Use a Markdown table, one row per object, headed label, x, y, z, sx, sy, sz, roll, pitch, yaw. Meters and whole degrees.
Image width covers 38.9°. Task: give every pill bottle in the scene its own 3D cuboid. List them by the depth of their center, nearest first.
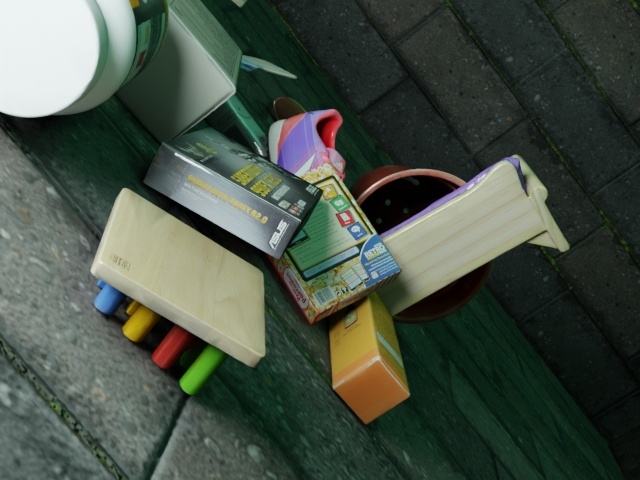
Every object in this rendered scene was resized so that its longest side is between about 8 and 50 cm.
| label | x | y | z | sx | sy | sz | roll | pitch | yaw |
| --- | --- | --- | --- | --- | --- | --- | --- | --- | --- |
| pill bottle | -0.247 | -0.212 | 0.885 | 0.162 | 0.162 | 0.278 | 50 | 12 | -15 |

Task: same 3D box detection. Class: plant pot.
| label | x | y | z | sx | sy | sz | roll | pitch | yaw |
| --- | --- | --- | --- | --- | --- | --- | --- | --- | --- |
| plant pot | 0.151 | -0.020 | 1.656 | 0.272 | 0.272 | 0.265 | 50 | 5 | -15 |

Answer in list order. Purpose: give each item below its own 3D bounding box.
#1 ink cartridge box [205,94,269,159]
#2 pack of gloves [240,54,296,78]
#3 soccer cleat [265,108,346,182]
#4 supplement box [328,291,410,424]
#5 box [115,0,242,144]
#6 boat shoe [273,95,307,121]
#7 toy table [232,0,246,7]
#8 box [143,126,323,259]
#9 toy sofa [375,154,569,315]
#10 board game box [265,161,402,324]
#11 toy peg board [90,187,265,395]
| label | x | y | z | sx | sy | sz | roll | pitch | yaw |
| --- | --- | --- | --- | --- | --- | --- | --- | --- | --- |
| ink cartridge box | -0.132 | -0.205 | 1.545 | 0.189 | 0.066 | 0.232 | 54 | 17 | 3 |
| pack of gloves | -0.180 | -0.302 | 1.490 | 0.195 | 0.046 | 0.232 | 32 | 18 | 26 |
| soccer cleat | -0.013 | -0.076 | 1.375 | 0.108 | 0.116 | 0.318 | 50 | 26 | -45 |
| supplement box | 0.062 | 0.147 | 1.242 | 0.080 | 0.078 | 0.233 | 49 | 14 | -20 |
| box | -0.201 | -0.249 | 1.235 | 0.148 | 0.127 | 0.232 | 50 | 13 | -19 |
| boat shoe | -0.049 | -0.236 | 1.905 | 0.178 | 0.064 | 0.060 | 61 | 12 | 19 |
| toy table | -0.234 | -0.507 | 1.612 | 0.161 | 0.252 | 0.274 | 41 | 20 | 17 |
| box | -0.098 | -0.067 | 1.132 | 0.183 | 0.056 | 0.231 | 30 | 13 | 1 |
| toy sofa | 0.178 | 0.002 | 1.403 | 0.177 | 0.363 | 0.150 | 55 | 12 | -20 |
| board game box | 0.000 | 0.000 | 1.267 | 0.193 | 0.147 | 0.045 | 58 | -26 | 16 |
| toy peg board | -0.138 | 0.052 | 0.816 | 0.161 | 0.079 | 0.161 | 33 | 18 | -17 |
